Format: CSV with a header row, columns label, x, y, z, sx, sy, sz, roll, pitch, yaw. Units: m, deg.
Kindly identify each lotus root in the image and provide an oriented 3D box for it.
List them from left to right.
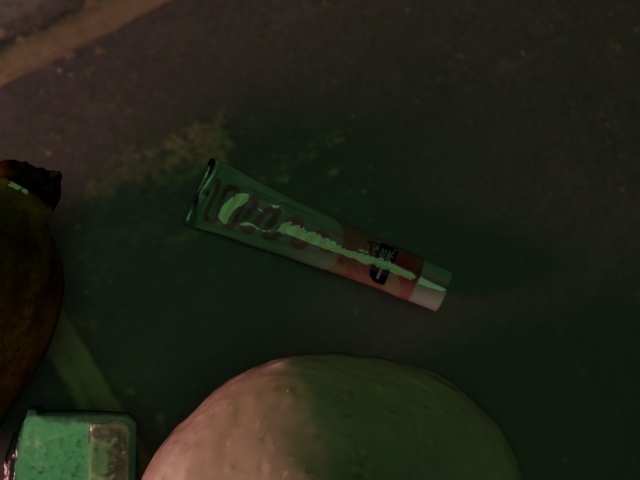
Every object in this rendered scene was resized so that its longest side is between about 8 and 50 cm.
label,x,y,z,sx,sy,sz,roll,pitch,yaw
lotus root,-0.255,0.056,0.639,0.145,0.128,0.260,35,80,-27

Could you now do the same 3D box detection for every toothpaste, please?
label,x,y,z,sx,sy,sz,roll,pitch,yaw
toothpaste,0.000,0.000,0.735,0.205,0.036,0.056,22,80,0

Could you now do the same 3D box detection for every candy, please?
label,x,y,z,sx,sy,sz,roll,pitch,yaw
candy,0.018,0.199,0.601,0.296,0.185,0.295,8,61,-16

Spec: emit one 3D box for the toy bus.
label,x,y,z,sx,sy,sz,roll,pitch,yaw
toy bus,-0.174,0.243,0.643,0.109,0.091,0.261,2,82,-14
